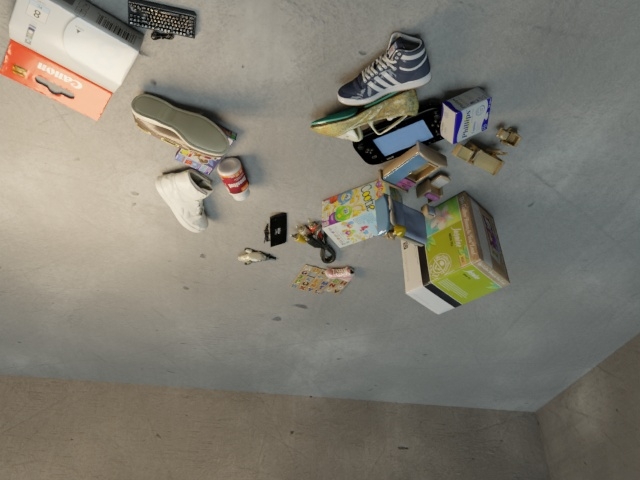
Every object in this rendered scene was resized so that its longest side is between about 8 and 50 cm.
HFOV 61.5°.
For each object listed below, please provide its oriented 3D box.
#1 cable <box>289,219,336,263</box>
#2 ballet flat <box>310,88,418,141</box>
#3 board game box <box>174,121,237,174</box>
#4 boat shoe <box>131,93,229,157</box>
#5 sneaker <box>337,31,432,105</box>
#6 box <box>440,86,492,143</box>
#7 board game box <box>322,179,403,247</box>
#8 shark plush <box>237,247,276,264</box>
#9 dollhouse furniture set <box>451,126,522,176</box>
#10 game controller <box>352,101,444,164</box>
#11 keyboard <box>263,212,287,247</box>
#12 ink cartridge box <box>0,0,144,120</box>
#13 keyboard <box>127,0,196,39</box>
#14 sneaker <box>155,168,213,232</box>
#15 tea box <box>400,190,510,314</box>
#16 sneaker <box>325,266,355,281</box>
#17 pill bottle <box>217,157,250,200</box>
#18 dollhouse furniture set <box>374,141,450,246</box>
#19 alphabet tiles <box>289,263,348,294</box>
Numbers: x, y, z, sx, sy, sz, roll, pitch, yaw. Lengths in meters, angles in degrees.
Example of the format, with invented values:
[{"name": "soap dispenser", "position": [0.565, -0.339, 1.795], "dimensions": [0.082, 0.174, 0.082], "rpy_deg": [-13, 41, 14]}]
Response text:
[{"name": "cable", "position": [0.000, 0.000, 2.235], "dimensions": [0.139, 0.072, 0.287], "rpy_deg": [-34, 145, 14]}, {"name": "ballet flat", "position": [0.139, -0.373, 1.673], "dimensions": [0.349, 0.123, 0.123], "rpy_deg": [-18, 138, 18]}, {"name": "board game box", "position": [-0.392, -0.317, 1.826], "dimensions": [0.136, 0.035, 0.201], "rpy_deg": [24, 136, -27]}, {"name": "boat shoe", "position": [-0.441, -0.345, 1.698], "dimensions": [0.324, 0.116, 0.096], "rpy_deg": [25, 152, -6]}, {"name": "sneaker", "position": [0.173, -0.494, 1.543], "dimensions": [0.282, 0.099, 0.153], "rpy_deg": [-14, 145, 7]}, {"name": "box", "position": [0.447, -0.384, 1.660], "dimensions": [0.137, 0.072, 0.126], "rpy_deg": [-26, 142, -13]}, {"name": "board game box", "position": [0.159, -0.103, 2.008], "dimensions": [0.275, 0.142, 0.144], "rpy_deg": [-19, 139, 23]}, {"name": "shark plush", "position": [-0.275, 0.069, 2.328], "dimensions": [0.161, 0.073, 0.067], "rpy_deg": [-10, 166, -21]}, {"name": "dollhouse furniture set", "position": [0.538, -0.331, 1.785], "dimensions": [0.182, 0.101, 0.161], "rpy_deg": [21, 113, -24]}, {"name": "game controller", "position": [0.269, -0.344, 1.763], "dimensions": [0.319, 0.067, 0.166], "rpy_deg": [-19, 138, 24]}, {"name": "keyboard", "position": [-0.187, -0.047, 2.182], "dimensions": [0.100, 0.038, 0.192], "rpy_deg": [-16, 144, -17]}, {"name": "ink cartridge box", "position": [-0.728, -0.513, 1.537], "dimensions": [0.308, 0.091, 0.385], "rpy_deg": [25, 134, -28]}, {"name": "keyboard", "position": [-0.437, -0.596, 1.483], "dimensions": [0.180, 0.023, 0.108], "rpy_deg": [9, 141, -10]}, {"name": "sneaker", "position": [-0.459, -0.142, 1.993], "dimensions": [0.169, 0.108, 0.292], "rpy_deg": [-11, 139, 19]}, {"name": "tea box", "position": [0.500, 0.052, 2.053], "dimensions": [0.324, 0.329, 0.220], "rpy_deg": [-31, 132, 32]}, {"name": "sneaker", "position": [0.092, 0.140, 2.394], "dimensions": [0.134, 0.051, 0.070], "rpy_deg": [14, 138, -22]}, {"name": "pill bottle", "position": [-0.304, -0.215, 1.915], "dimensions": [0.086, 0.086, 0.152], "rpy_deg": [-7, 142, 9]}, {"name": "dollhouse furniture set", "position": [0.354, -0.122, 1.816], "dimensions": [0.286, 0.303, 0.198], "rpy_deg": [19, 146, -31]}, {"name": "alphabet tiles", "position": [0.002, 0.193, 2.494], "dimensions": [0.237, 0.009, 0.198], "rpy_deg": [16, 139, -18]}]
